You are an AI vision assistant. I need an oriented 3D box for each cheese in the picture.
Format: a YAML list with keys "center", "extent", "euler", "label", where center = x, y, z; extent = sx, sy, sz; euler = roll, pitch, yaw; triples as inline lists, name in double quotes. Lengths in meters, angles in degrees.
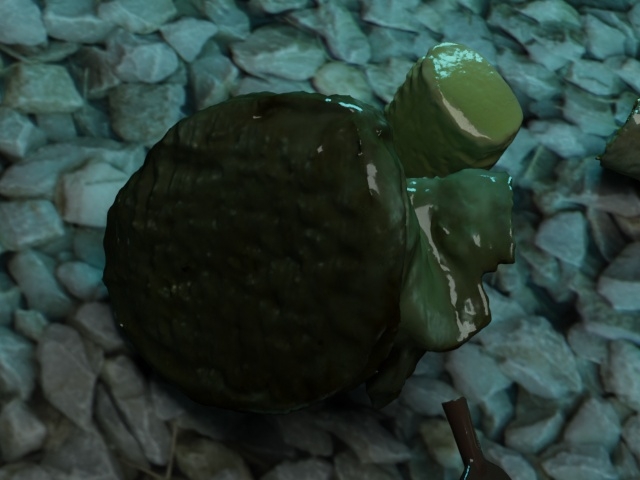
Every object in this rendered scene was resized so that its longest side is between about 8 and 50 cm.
- center: [0.114, -0.098, 1.654]
  extent: [0.093, 0.167, 0.123]
  euler: [-15, 65, -34]
  label: "cheese"

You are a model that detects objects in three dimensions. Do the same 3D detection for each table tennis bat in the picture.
- center: [0.103, 0.233, 1.511]
  extent: [0.107, 0.119, 0.170]
  euler: [-9, 80, -56]
  label: "table tennis bat"

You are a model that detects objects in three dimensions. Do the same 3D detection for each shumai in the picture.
- center: [0.000, 0.000, 1.516]
  extent: [0.288, 0.330, 0.292]
  euler: [-25, 104, -53]
  label: "shumai"

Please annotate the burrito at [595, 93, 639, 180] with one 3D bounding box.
- center: [0.438, -0.101, 1.826]
  extent: [0.299, 0.105, 0.143]
  euler: [17, 55, -11]
  label: "burrito"
